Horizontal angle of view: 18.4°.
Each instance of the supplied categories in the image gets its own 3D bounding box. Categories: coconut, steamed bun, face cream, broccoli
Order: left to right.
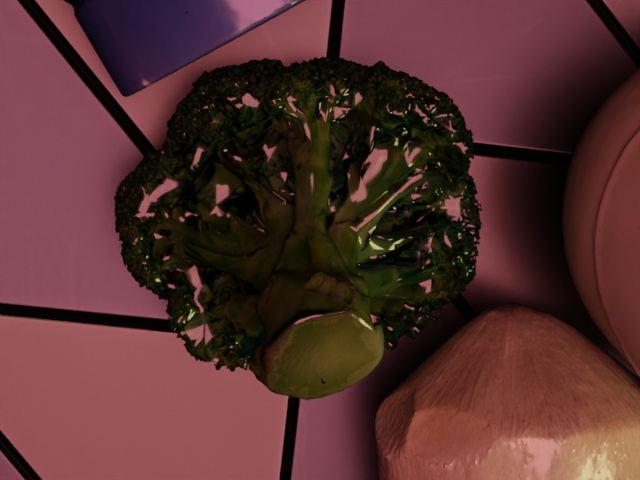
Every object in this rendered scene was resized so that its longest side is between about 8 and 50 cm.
[{"bbox_3d":[-0.097,-0.263,1.508,0.249,0.249,0.225,-29,98,-3],"label":"face cream"},{"bbox_3d":[0.000,0.000,1.533,0.297,0.297,0.297,-7,128,-9],"label":"broccoli"},{"bbox_3d":[0.162,0.181,1.591,0.237,0.237,0.266,-1,102,-6],"label":"coconut"},{"bbox_3d":[0.371,-0.001,1.545,0.374,0.334,0.334,33,91,-29],"label":"steamed bun"}]
